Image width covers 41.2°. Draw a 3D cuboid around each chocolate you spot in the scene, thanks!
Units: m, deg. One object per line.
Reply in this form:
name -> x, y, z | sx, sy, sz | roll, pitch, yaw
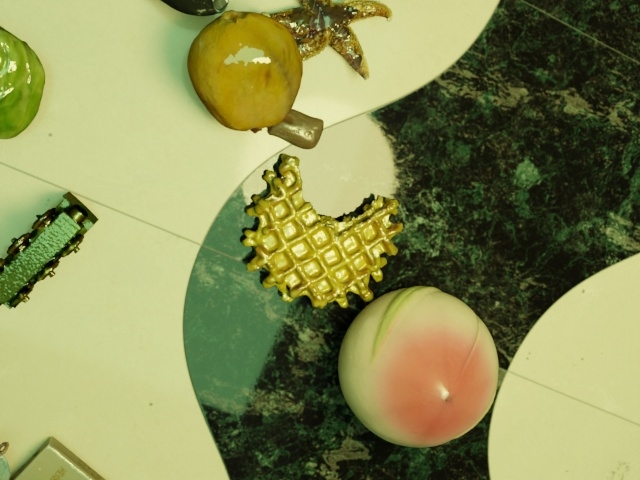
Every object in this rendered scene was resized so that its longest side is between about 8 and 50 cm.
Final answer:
chocolate -> -0.043, -0.208, 1.553 | 0.101, 0.031, 0.064 | 22, 88, -12

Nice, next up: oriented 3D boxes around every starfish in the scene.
starfish -> 0.012, -0.381, 1.527 | 0.238, 0.071, 0.216 | -19, 107, 2

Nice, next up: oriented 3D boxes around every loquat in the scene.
loquat -> -0.126, -0.283, 1.445 | 0.187, 0.176, 0.234 | -7, 136, 13

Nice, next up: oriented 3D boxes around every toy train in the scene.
toy train -> -0.477, 0.020, 1.441 | 0.225, 0.137, 0.090 | -44, 102, 1

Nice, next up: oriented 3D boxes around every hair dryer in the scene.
hair dryer -> -0.196, -0.468, 1.457 | 0.219, 0.195, 0.075 | -49, 147, -30

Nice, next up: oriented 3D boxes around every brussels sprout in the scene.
brussels sprout -> -0.559, -0.257, 1.379 | 0.223, 0.161, 0.223 | -4, 121, -7

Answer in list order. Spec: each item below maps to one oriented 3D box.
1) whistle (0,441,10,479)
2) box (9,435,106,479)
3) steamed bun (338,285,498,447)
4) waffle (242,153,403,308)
whistle -> -0.667, 0.460, 1.458 | 0.346, 0.142, 0.133 | -39, 145, -1
box -> -0.426, 0.551, 1.564 | 0.365, 0.051, 0.204 | 44, 88, -14
steamed bun -> 0.186, 0.236, 1.530 | 0.309, 0.309, 0.309 | -2, 98, -12
waffle -> 0.000, 0.000, 1.571 | 0.293, 0.069, 0.259 | 19, 92, -12
